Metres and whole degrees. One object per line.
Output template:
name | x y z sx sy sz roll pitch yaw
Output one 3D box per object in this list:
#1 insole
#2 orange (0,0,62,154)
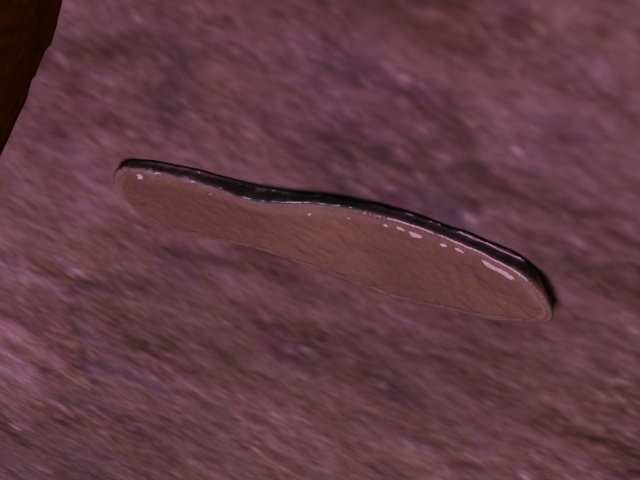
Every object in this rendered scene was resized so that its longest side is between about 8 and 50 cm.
insole | 0.000 0.000 0.938 0.247 0.011 0.081 14 153 28
orange | -0.238 -0.126 0.553 0.322 0.322 0.357 15 145 25
